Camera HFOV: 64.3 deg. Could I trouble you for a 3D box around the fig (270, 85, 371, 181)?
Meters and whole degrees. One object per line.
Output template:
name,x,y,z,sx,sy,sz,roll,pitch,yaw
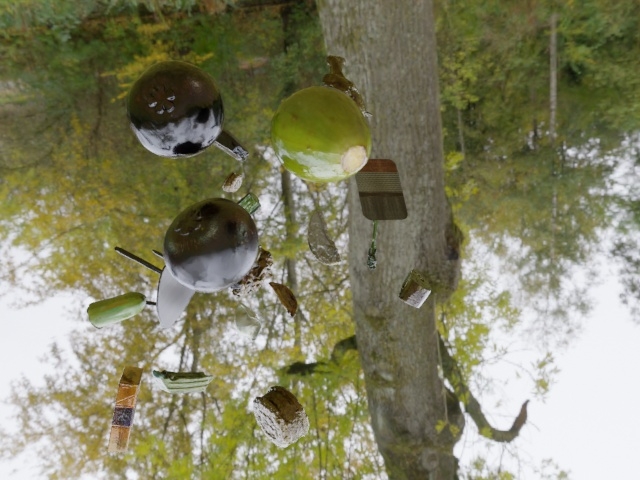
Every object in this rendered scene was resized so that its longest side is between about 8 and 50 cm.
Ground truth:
fig,0.015,-0.273,1.351,0.258,0.258,0.326,-18,-149,-26

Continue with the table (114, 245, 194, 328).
table,-0.657,0.128,1.994,0.249,0.317,0.317,20,-154,15

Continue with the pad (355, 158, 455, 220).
pad,0.286,-0.193,1.753,0.323,0.250,0.055,-10,154,1

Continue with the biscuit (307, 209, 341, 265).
biscuit,-0.001,0.005,2.161,0.032,0.250,0.133,-5,157,-45

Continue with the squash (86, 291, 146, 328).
squash,-0.666,0.224,1.689,0.188,0.095,0.095,-18,-163,9

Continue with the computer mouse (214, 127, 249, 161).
computer mouse,-0.367,-0.388,1.977,0.217,0.073,0.122,34,175,15

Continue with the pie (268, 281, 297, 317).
pie,-0.153,0.255,2.265,0.088,0.191,0.033,-22,161,-44

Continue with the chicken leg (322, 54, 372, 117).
chicken leg,0.076,-0.659,2.166,0.140,0.361,0.211,-35,154,22

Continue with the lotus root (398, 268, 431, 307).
lotus root,0.450,0.233,2.443,0.138,0.119,0.235,37,-164,-1

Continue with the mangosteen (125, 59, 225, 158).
mangosteen,-0.438,-0.382,1.561,0.297,0.297,0.313,-13,155,-13

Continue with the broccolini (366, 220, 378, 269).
broccolini,0.217,-0.002,2.151,0.057,0.254,0.071,-6,-171,-39

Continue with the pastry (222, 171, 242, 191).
pastry,-0.413,-0.274,2.391,0.057,0.109,0.097,29,165,12

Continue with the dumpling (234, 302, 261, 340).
dumpling,-0.318,0.367,2.271,0.134,0.169,0.100,6,180,40

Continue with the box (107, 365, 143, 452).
box,-0.653,0.563,1.710,0.070,0.237,0.152,8,-175,-14

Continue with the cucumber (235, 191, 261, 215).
cucumber,-0.317,-0.102,1.947,0.211,0.078,0.062,-39,-159,17

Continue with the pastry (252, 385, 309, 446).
pastry,-0.127,0.552,1.603,0.103,0.189,0.188,-29,-154,-36

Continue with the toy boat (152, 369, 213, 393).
toy boat,-0.599,0.607,2.189,0.111,0.084,0.276,7,172,42

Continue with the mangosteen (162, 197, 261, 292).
mangosteen,-0.343,0.022,1.655,0.330,0.330,0.330,-8,-162,3

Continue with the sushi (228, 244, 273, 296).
sushi,-0.307,0.114,2.015,0.204,0.200,0.213,9,-147,11
